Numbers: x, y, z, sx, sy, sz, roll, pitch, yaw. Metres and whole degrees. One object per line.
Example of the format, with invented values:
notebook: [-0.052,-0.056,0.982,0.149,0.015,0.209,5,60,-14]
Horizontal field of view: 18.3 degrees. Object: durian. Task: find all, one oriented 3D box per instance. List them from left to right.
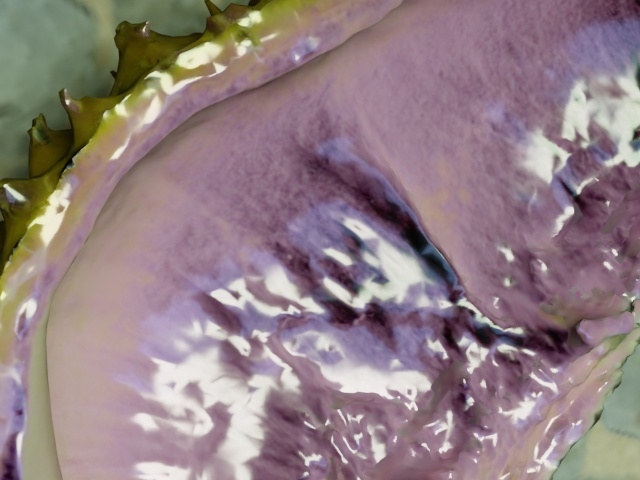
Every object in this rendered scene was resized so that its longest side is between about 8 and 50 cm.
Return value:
durian: [0.001,-0.001,0.595,0.191,0.112,0.341,46,77,-18]
